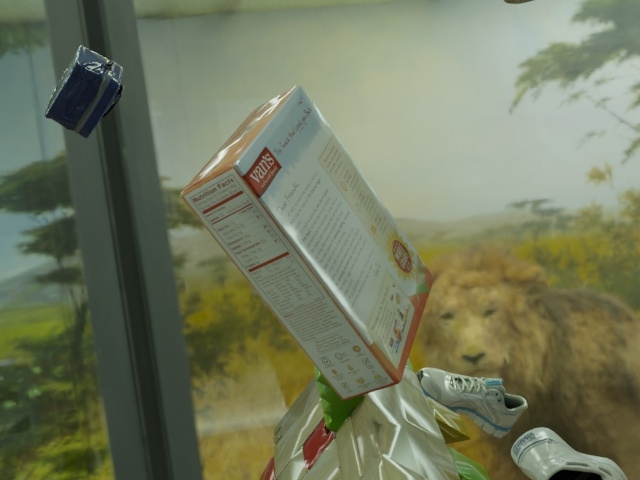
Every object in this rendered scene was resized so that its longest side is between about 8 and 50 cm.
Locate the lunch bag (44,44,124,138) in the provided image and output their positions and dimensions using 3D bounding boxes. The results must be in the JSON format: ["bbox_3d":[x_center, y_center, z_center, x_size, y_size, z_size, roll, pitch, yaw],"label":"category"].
[{"bbox_3d":[-0.270,-0.174,0.964,0.065,0.067,0.098,28,-60,-26],"label":"lunch bag"}]

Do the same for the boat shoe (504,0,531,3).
[{"bbox_3d":[0.308,-0.336,0.861,0.267,0.088,0.096,-18,-9,20],"label":"boat shoe"}]

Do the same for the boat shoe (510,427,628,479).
[{"bbox_3d":[0.366,0.349,1.158,0.258,0.095,0.084,28,18,-32],"label":"boat shoe"}]

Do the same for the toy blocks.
[{"bbox_3d":[0.007,0.271,0.795,0.190,0.261,0.381,32,12,-14],"label":"toy blocks"}]

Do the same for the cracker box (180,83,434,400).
[{"bbox_3d":[0.000,0.000,0.716,0.067,0.232,0.156,-24,21,32],"label":"cracker box"}]

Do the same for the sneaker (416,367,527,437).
[{"bbox_3d":[0.235,0.229,1.260,0.190,0.071,0.083,25,-55,-21],"label":"sneaker"}]
